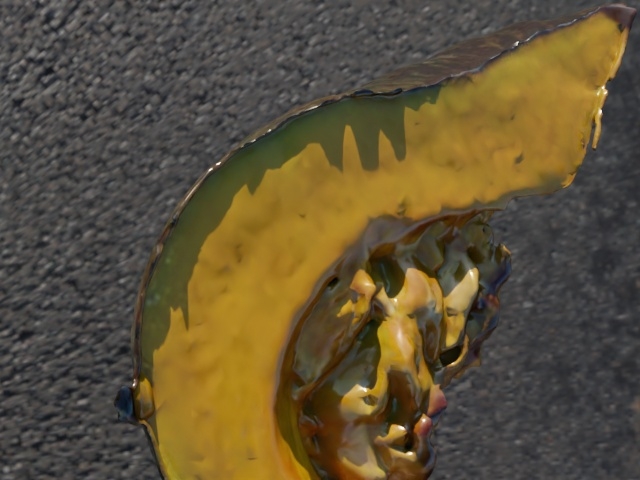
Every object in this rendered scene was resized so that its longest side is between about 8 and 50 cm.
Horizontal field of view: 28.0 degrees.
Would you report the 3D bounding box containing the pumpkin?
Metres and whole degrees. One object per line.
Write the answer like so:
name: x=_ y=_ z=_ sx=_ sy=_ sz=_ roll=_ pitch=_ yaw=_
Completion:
pumpkin: x=-0.001 y=-0.003 z=0.517 sx=0.163 sy=0.111 sz=0.278 roll=27 pitch=78 yaw=-31
